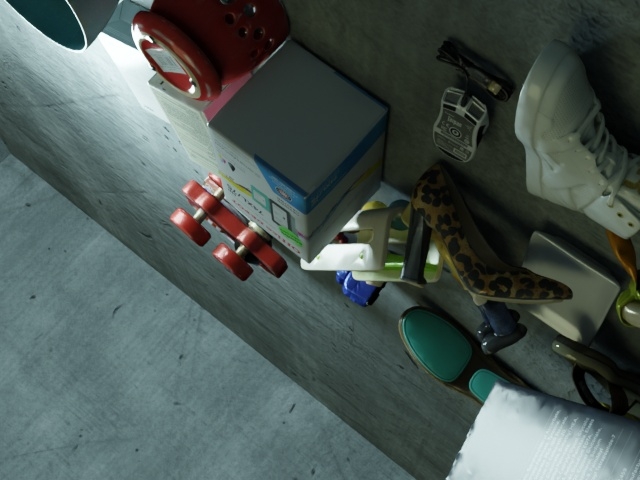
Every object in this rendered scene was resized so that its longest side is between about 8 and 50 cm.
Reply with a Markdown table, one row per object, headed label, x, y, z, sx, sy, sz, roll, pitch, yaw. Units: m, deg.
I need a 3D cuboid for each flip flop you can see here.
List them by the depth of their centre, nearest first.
| label | x | y | z | sx | sy | sz | roll | pitch | yaw |
| --- | --- | --- | --- | --- | --- | --- | --- | --- | --- |
| flip flop | 0.451 | 0.235 | 1.586 | 0.277 | 0.080 | 0.112 | 34 | 169 | -40 |

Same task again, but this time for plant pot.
| label | x | y | z | sx | sy | sz | roll | pitch | yaw |
| --- | --- | --- | --- | --- | --- | --- | --- | --- | --- |
| plant pot | -0.170 | -0.314 | 1.484 | 0.191 | 0.174 | 0.191 | 36 | 164 | 12 |
| plant pot | -0.412 | -0.473 | 1.572 | 0.290 | 0.195 | 0.290 | 37 | 162 | 14 |

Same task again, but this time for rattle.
| label | x | y | z | sx | sy | sz | roll | pitch | yaw |
| --- | --- | --- | --- | --- | --- | --- | --- | --- | --- |
| rattle | 0.455 | 0.039 | 1.189 | 0.199 | 0.130 | 0.143 | 2 | 95 | 45 |

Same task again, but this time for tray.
| label | x | y | z | sx | sy | sz | roll | pitch | yaw |
| --- | --- | --- | --- | --- | --- | --- | --- | --- | --- |
| tray | 0.371 | 0.073 | 1.499 | 0.145 | 0.030 | 0.270 | 36 | 163 | 19 |

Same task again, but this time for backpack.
| label | x | y | z | sx | sy | sz | roll | pitch | yaw |
| --- | --- | --- | --- | --- | --- | --- | --- | --- | --- |
| backpack | 0.086 | 0.075 | 2.019 | 0.101 | 0.098 | 0.120 | 36 | 172 | 11 |

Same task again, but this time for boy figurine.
| label | x | y | z | sx | sy | sz | roll | pitch | yaw |
| --- | --- | --- | --- | --- | --- | --- | --- | --- | --- |
| boy figurine | 0.229 | 0.045 | 1.576 | 0.285 | 0.092 | 0.177 | 55 | -170 | -20 |

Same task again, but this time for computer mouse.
| label | x | y | z | sx | sy | sz | roll | pitch | yaw |
| --- | --- | --- | --- | --- | --- | --- | --- | --- | --- |
| computer mouse | 0.187 | -0.172 | 1.281 | 0.106 | 0.042 | 0.193 | 32 | 156 | 13 |

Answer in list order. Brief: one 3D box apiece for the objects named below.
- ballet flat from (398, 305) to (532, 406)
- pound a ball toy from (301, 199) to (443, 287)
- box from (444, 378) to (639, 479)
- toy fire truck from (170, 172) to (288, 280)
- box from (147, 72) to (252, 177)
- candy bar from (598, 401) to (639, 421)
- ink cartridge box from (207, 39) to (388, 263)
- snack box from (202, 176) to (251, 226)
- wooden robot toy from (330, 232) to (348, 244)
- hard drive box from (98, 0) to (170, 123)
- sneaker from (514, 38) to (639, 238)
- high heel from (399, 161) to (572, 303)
| label | x | y | z | sx | sy | sz | roll | pitch | yaw |
| --- | --- | --- | --- | --- | --- | --- | --- | --- | --- |
| ballet flat | 0.302 | 0.258 | 2.018 | 0.342 | 0.116 | 0.124 | 35 | -178 | 8 |
| pound a ball toy | 0.113 | 0.005 | 1.777 | 0.208 | 0.136 | 0.319 | 12 | 173 | -28 |
| box | 0.522 | 0.489 | 1.590 | 0.480 | 0.297 | 0.472 | 34 | 166 | -27 |
| toy fire truck | -0.194 | -0.025 | 2.285 | 0.302 | 0.169 | 0.254 | 40 | 175 | 7 |
| box | -0.187 | -0.228 | 1.806 | 0.148 | 0.127 | 0.232 | 31 | 160 | 31 |
| candy bar | 0.525 | 0.306 | 1.668 | 0.161 | 0.018 | 0.040 | 24 | -162 | -7 |
| ink cartridge box | -0.031 | -0.132 | 1.580 | 0.198 | 0.197 | 0.270 | 37 | 163 | 15 |
| snack box | -0.211 | -0.084 | 2.396 | 0.178 | 0.022 | 0.064 | 42 | 163 | 0 |
| wooden robot toy | 0.000 | 0.000 | 2.046 | 0.076 | 0.079 | 0.173 | 25 | 157 | 43 |
| hard drive box | -0.301 | -0.323 | 1.887 | 0.181 | 0.089 | 0.232 | 31 | 160 | 32 |
| sneaker | 0.312 | -0.101 | 1.090 | 0.169 | 0.108 | 0.292 | 31 | 170 | 26 |
| high heel | 0.249 | -0.010 | 1.449 | 0.261 | 0.186 | 0.093 | 11 | -177 | 21 |
